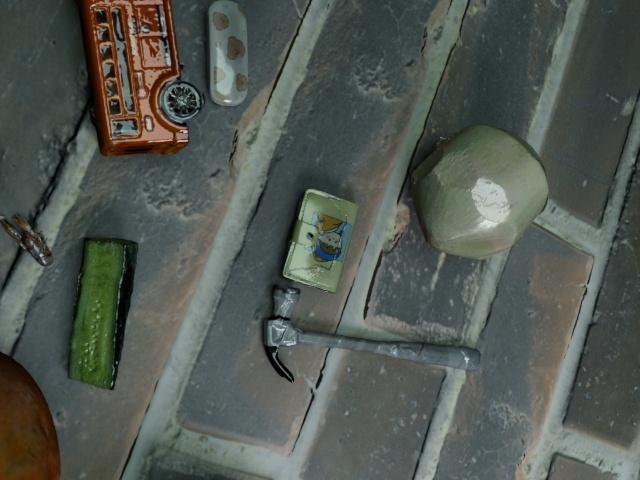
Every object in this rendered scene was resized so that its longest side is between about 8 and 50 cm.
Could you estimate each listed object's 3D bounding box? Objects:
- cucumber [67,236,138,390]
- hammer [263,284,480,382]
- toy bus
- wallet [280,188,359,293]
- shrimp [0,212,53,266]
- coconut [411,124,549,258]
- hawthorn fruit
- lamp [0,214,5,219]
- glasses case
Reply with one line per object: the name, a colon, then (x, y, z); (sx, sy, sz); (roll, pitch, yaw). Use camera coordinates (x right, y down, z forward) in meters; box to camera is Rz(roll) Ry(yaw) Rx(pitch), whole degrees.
cucumber: (-0.309, 0.103, 0.944); (0.078, 0.062, 0.211); (7, 92, 10)
hammer: (0.104, 0.175, 1.127); (0.427, 0.044, 0.152); (9, 86, -24)
toy bus: (-0.265, -0.288, 0.925); (0.153, 0.143, 0.329); (-8, 94, -21)
wallet: (0.000, 0.000, 1.088); (0.110, 0.039, 0.155); (19, 80, -23)
shrimp: (-0.404, -0.004, 0.913); (0.092, 0.038, 0.029); (46, 30, -15)
coconut: (0.259, -0.074, 1.111); (0.234, 0.224, 0.224); (-31, 101, -22)
hawthorn fruit: (-0.430, 0.282, 0.755); (0.298, 0.277, 0.277); (42, 70, 15)
lamp: (-0.530, -0.029, 0.789); (0.246, 0.179, 0.108); (-5, 86, -4)
glasses case: (-0.147, -0.294, 1.030); (0.063, 0.041, 0.164); (0, 89, -24)
